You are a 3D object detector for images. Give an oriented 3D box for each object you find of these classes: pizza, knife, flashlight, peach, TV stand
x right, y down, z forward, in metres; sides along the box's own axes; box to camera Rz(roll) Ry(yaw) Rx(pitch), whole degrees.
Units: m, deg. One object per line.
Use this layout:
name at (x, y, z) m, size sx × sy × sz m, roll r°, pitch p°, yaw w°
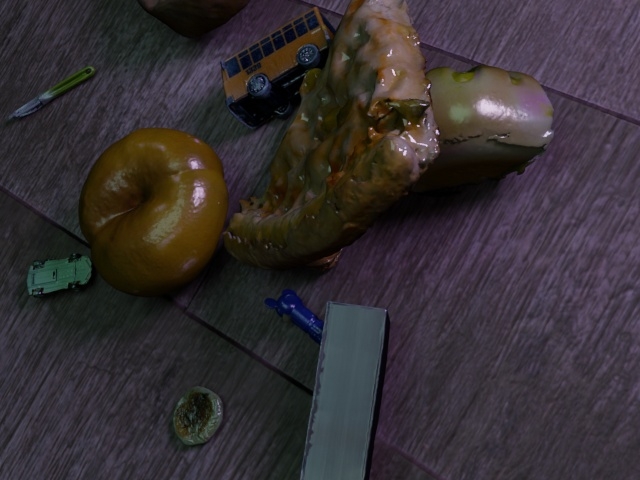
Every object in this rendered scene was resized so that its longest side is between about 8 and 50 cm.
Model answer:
pizza at (0.022, -0.111, 1.195) m, size 0.435 × 0.080 × 0.392 m, roll -64°, pitch 24°, yaw 12°
knife at (-0.464, -0.254, 1.677) m, size 0.184 × 0.026 × 0.022 m, roll -26°, pitch 102°, yaw 16°
flashlight at (-0.020, 0.110, 1.309) m, size 0.121 × 0.057 × 0.035 m, roll 37°, pitch 128°, yaw 26°
peach at (-0.240, -0.045, 1.407) m, size 0.251 × 0.153 × 0.251 m, roll -7°, pitch 79°, yaw 40°
TV stand at (0.030, 0.219, 1.202) m, size 0.083 × 0.088 × 0.269 m, roll 8°, pitch 77°, yaw 7°

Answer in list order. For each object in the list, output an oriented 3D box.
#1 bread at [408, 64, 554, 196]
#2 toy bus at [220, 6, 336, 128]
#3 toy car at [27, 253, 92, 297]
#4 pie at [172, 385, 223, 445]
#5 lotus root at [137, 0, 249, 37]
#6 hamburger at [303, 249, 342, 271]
bread at (0.166, -0.155, 1.227) m, size 0.260 × 0.156 × 0.158 m, roll -7°, pitch 71°, yaw 24°
toy bus at (-0.055, -0.252, 1.417) m, size 0.182 × 0.091 × 0.103 m, roll -27°, pitch 61°, yaw 16°
toy car at (-0.411, 0.056, 1.535) m, size 0.122 × 0.035 × 0.059 m, roll -10°, pitch 69°, yaw 16°
pie at (-0.172, 0.246, 1.352) m, size 0.085 × 0.017 × 0.085 m, roll -10°, pitch 69°, yaw 26°
lotus root at (-0.149, -0.512, 1.494) m, size 0.375 × 0.111 × 0.390 m, roll 3°, pitch 75°, yaw 49°
hamburger at (0.000, 0.000, 1.329) m, size 0.076 × 0.044 × 0.083 m, roll 13°, pitch 77°, yaw 30°
